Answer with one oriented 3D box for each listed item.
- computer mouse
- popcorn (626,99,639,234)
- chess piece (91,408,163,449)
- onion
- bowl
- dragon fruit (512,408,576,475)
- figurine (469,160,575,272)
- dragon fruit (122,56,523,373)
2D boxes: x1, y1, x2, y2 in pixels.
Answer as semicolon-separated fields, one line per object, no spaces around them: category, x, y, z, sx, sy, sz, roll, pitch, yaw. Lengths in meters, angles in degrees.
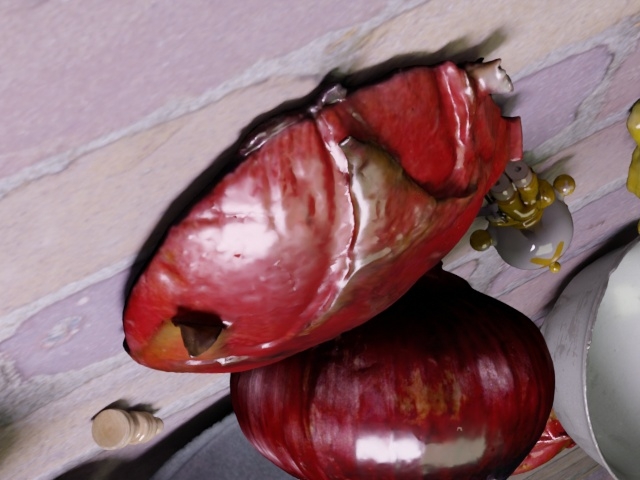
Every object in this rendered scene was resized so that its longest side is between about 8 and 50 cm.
computer mouse;-0.033;0.205;1.467;0.374;0.114;0.203;-24;164;-1
popcorn;0.378;-0.049;1.340;0.181;0.235;0.217;-57;169;29
chess piece;-0.159;0.161;1.279;0.035;0.035;0.092;-37;164;12
onion;0.059;0.086;1.214;0.273;0.285;0.273;3;-177;0
bowl;0.344;0.135;1.760;0.146;0.313;0.313;5;-167;44
dragon fruit;0.259;0.204;1.902;0.262;0.134;0.211;-28;152;-10
figurine;0.185;-0.025;1.317;0.101;0.068;0.143;-20;146;-18
dragon fruit;0.000;0.000;1.042;0.343;0.100;0.282;-35;157;5
